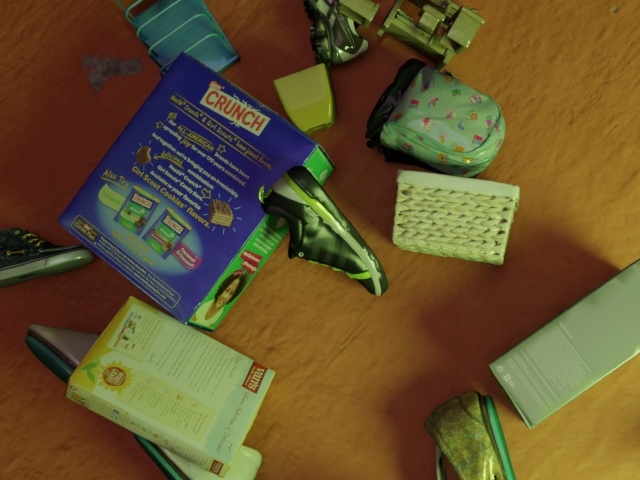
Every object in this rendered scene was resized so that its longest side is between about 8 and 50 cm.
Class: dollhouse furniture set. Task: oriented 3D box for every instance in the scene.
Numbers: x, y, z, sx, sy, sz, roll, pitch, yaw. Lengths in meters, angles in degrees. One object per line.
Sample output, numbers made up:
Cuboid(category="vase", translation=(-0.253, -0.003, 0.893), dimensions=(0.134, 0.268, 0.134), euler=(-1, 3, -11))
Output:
Cuboid(category="dollhouse furniture set", translation=(0.134, -0.343, 1.141), dimensions=(0.181, 0.161, 0.101), euler=(30, 86, -7))

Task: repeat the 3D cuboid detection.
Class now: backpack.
Cuboid(category="backpack", translation=(0.170, -0.164, 1.151), dimensions=(0.182, 0.115, 0.152), euler=(31, 84, 13))

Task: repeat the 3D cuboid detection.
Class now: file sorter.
Cuboid(category="file sorter", translation=(-0.230, -0.337, 1.277), dimensions=(0.118, 0.104, 0.170), euler=(-33, 74, 4))

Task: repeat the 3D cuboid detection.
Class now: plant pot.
Cuboid(category="plant pot", translation=(-0.015, -0.207, 1.220), dimensions=(0.081, 0.081, 0.083), euler=(-19, 88, 8))

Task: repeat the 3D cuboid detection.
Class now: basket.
Cuboid(category="basket", translation=(0.184, -0.030, 1.124), dimensions=(0.167, 0.113, 0.103), euler=(10, 85, 14))

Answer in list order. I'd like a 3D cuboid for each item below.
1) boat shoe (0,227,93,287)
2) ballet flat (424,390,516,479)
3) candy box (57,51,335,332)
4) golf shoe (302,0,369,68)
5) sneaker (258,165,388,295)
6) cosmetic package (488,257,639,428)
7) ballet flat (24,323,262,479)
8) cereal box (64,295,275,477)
Cuboid(category="boat shoe", translation=(-0.449, 0.014, 1.275), dimensions=(0.183, 0.065, 0.083), euler=(-13, 78, 10))
Cuboid(category="ballet flat", translation=(0.223, 0.370, 1.036), dimensions=(0.123, 0.123, 0.349), euler=(-21, 71, 7))
Cuboid(category="candy box", translation=(-0.181, -0.071, 1.205), dimensions=(0.268, 0.122, 0.317), euler=(36, 89, 16))
Cuboid(category="golf shoe", translation=(0.020, -0.365, 1.252), dimensions=(0.093, 0.077, 0.198), euler=(-12, 83, -1))
Cuboid(category="sneaker", translation=(0.000, 0.000, 1.131), dimensions=(0.097, 0.084, 0.235), euler=(-38, 110, 3))
Cuboid(category="cosmetic package", translation=(0.339, 0.135, 1.050), dimensions=(0.238, 0.127, 0.107), euler=(-34, 74, 6))
Cuboid(category="ballet flat", translation=(-0.246, 0.231, 1.170), dimensions=(0.400, 0.139, 0.139), euler=(39, 89, 12))
Cuboid(category="cereal box", translation=(-0.200, 0.196, 1.111), dimensions=(0.240, 0.047, 0.173), euler=(29, 41, 0))
